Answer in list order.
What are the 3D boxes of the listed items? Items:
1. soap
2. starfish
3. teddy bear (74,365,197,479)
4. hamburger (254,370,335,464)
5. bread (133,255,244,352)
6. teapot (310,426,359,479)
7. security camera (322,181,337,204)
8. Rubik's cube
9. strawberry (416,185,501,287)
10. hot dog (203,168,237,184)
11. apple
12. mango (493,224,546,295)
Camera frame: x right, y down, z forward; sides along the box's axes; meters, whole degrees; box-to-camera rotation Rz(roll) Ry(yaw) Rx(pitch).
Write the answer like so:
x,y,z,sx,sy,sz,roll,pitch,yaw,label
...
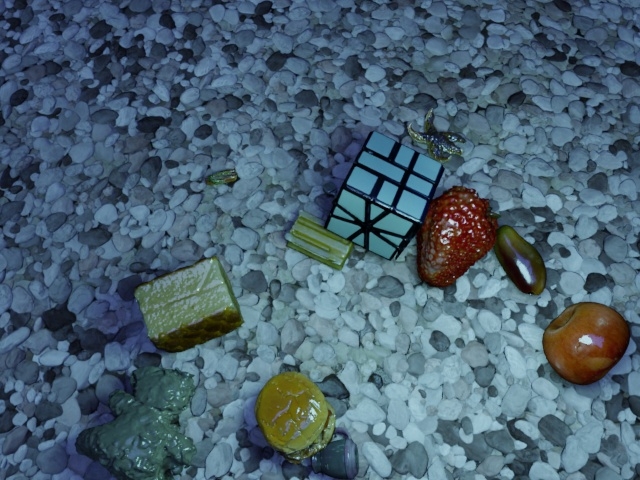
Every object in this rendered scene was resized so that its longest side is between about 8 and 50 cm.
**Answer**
x,y,z,sx,sy,sz,roll,pitch,yaw,label
0.000,-0.001,1.844,0.233,0.076,0.135,25,70,10,soap
0.450,-0.403,2.000,0.238,0.071,0.216,13,64,-5,starfish
-0.525,0.571,1.595,0.357,0.224,0.367,29,57,13,teddy bear
-0.080,0.537,1.572,0.244,0.163,0.244,-7,49,8,hamburger
-0.413,0.219,1.666,0.279,0.279,0.207,-21,68,-10,bread
0.040,0.657,1.578,0.146,0.116,0.148,-7,74,11,teapot
0.048,-0.181,1.932,0.058,0.058,0.092,-25,59,-8,security camera
0.212,-0.147,1.740,0.293,0.288,0.283,25,58,-1,Rubik's cube
0.436,-0.007,1.742,0.267,0.312,0.351,30,90,32,strawberry
-0.381,-0.241,1.957,0.133,0.041,0.056,-14,69,-5,hot dog
0.835,0.317,1.621,0.272,0.251,0.206,-44,74,-2,apple
0.697,0.067,1.789,0.133,0.111,0.268,-28,72,7,mango
